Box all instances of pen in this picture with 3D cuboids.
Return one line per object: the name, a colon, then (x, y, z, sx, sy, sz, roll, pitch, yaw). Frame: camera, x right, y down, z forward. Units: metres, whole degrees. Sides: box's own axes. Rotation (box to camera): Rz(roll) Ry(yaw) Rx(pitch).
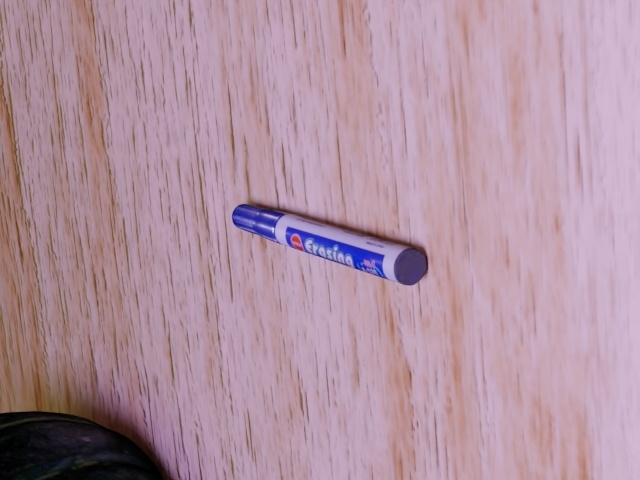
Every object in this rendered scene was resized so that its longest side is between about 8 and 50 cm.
pen: (0.000, 0.000, 1.210, 0.204, 0.025, 0.025, 16, 118, 54)

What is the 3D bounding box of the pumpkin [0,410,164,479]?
pumpkin: (-0.243, 0.301, 1.521, 0.323, 0.241, 0.323, 27, 123, 50)
